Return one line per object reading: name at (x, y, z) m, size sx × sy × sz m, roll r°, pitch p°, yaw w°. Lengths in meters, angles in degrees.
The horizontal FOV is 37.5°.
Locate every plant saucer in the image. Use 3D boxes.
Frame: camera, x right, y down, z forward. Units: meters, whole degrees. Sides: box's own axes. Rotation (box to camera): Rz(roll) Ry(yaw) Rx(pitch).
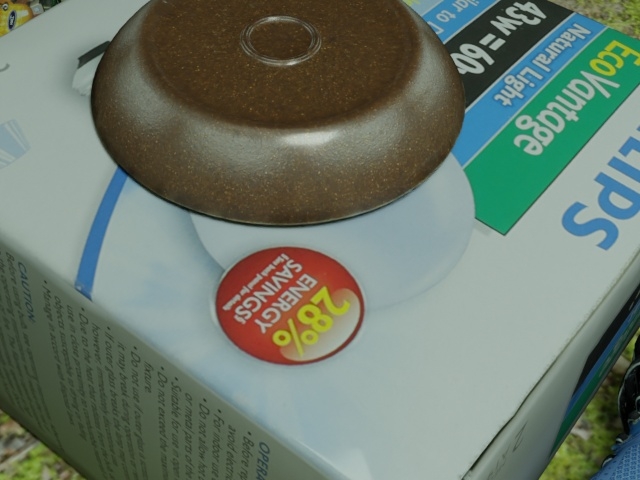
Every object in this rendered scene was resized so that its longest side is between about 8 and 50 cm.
plant saucer at (-0.021, -0.093, 0.491) m, size 0.199 × 0.036 × 0.198 m, roll 1°, pitch 50°, yaw -2°

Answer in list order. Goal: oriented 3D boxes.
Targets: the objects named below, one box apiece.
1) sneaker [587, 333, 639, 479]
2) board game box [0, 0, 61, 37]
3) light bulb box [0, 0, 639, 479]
sneaker at (0.222, 0.133, 0.572) m, size 0.330 × 0.129 × 0.147 m, roll -19°, pitch 42°, yaw -27°
board game box at (-0.292, -0.182, 0.795) m, size 0.136 × 0.030 × 0.259 m, roll 1°, pitch 69°, yaw 1°
light bulb box at (0.000, 0.000, 0.585) m, size 0.361 × 0.225 × 0.358 m, roll 31°, pitch 54°, yaw 22°
